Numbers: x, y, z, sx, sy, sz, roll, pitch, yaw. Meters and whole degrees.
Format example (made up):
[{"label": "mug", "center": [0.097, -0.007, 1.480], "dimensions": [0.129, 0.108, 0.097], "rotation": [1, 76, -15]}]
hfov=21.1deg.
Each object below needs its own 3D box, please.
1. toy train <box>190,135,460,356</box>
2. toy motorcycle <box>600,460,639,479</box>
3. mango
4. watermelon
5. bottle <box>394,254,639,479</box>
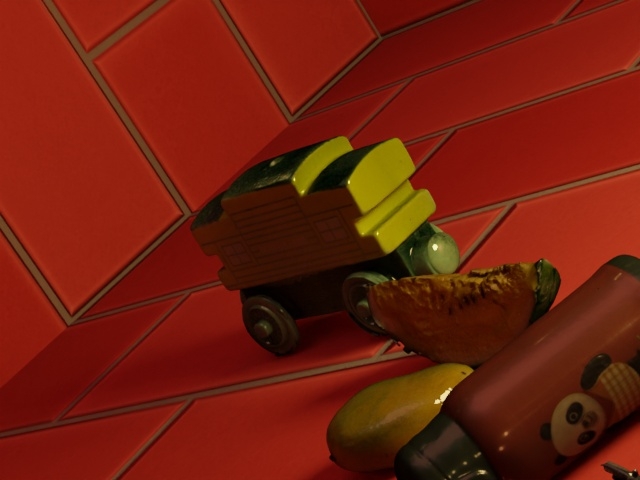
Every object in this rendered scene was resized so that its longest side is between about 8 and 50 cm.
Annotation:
[{"label": "toy train", "center": [0.000, 0.000, 2.459], "dimensions": [0.442, 0.272, 0.179], "rotation": [-14, 21, 49]}, {"label": "toy motorcycle", "center": [0.371, 0.170, 1.420], "dimensions": [0.212, 0.125, 0.358], "rotation": [-47, 10, 0]}, {"label": "mango", "center": [0.092, 0.204, 1.989], "dimensions": [0.191, 0.085, 0.122], "rotation": [-29, 13, 18]}, {"label": "watermelon", "center": [0.183, 0.082, 2.105], "dimensions": [0.301, 0.129, 0.123], "rotation": [-8, 30, 46]}, {"label": "bottle", "center": [0.225, 0.166, 1.751], "dimensions": [0.336, 0.144, 0.144], "rotation": [-37, 16, -9]}]
